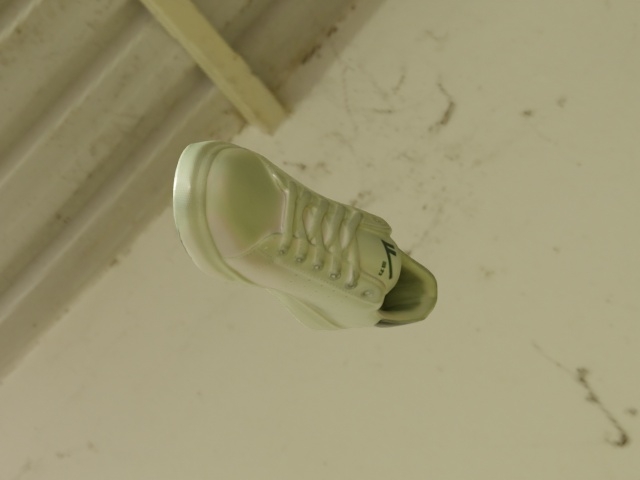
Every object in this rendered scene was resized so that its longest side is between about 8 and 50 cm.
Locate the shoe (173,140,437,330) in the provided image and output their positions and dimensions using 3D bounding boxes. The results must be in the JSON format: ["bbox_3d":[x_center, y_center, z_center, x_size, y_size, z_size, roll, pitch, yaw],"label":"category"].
[{"bbox_3d":[0.000,0.000,0.849,0.265,0.110,0.095,39,-123,-59],"label":"shoe"}]
